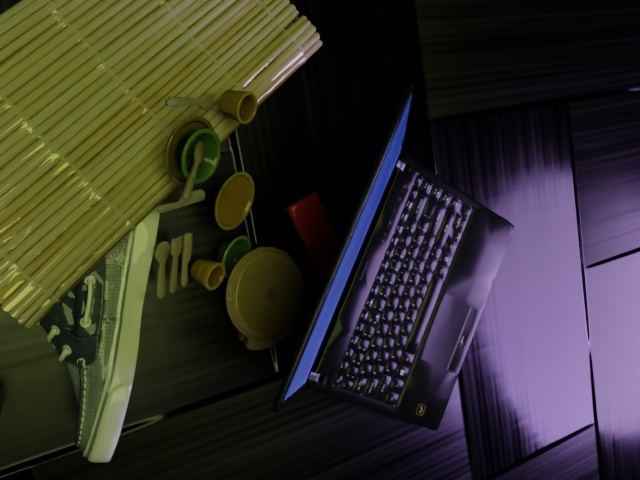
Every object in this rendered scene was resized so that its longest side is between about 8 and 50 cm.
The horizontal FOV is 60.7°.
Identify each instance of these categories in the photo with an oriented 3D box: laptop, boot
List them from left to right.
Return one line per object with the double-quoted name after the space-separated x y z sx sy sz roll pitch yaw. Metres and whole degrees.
-0.172 0.055 0.383 0.086 0.069 0.190 10 81 -22 "boot"
0.088 0.044 0.461 0.264 0.136 0.234 27 83 -28 "laptop"

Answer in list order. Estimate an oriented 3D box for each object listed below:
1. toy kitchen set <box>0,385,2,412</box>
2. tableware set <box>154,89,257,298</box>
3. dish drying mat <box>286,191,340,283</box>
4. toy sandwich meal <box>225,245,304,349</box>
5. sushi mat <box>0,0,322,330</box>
-0.248 0.146 0.346 0.075 0.068 0.083 1 94 -26 "toy kitchen set"
-0.073 -0.032 0.398 0.104 0.024 0.154 -28 133 -56 "tableware set"
0.000 0.000 0.490 0.032 0.008 0.083 -33 108 -21 "dish drying mat"
-0.048 0.047 0.456 0.085 0.029 0.086 0 89 -40 "toy sandwich meal"
-0.134 -0.109 0.373 0.151 0.019 0.316 46 65 -15 "sushi mat"
